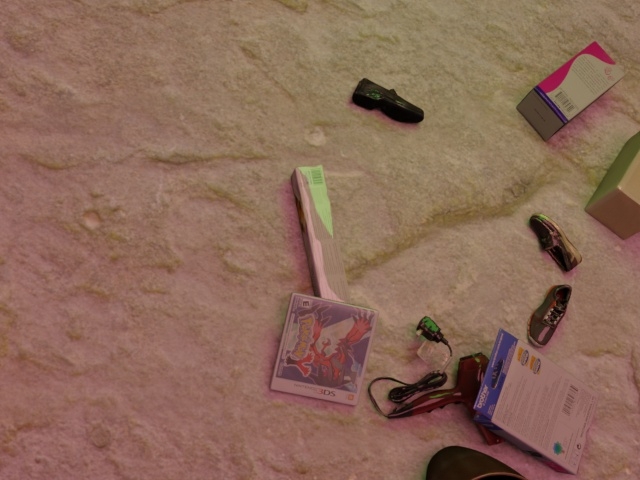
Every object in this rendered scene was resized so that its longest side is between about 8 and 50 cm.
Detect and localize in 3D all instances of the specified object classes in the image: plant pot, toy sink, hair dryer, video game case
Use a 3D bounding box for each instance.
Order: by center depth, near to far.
[{"bbox_3d":[0.285,0.486,1.680,0.215,0.230,0.215,-2,103,-10],"label":"plant pot"},{"bbox_3d":[0.008,0.219,1.785,0.183,0.023,0.201,12,93,-9],"label":"video game case"},{"bbox_3d":[0.265,0.320,1.839,0.293,0.080,0.223,35,85,5],"label":"hair dryer"},{"bbox_3d":[0.742,-0.140,2.032,0.131,0.153,0.234,37,68,0],"label":"toy sink"}]

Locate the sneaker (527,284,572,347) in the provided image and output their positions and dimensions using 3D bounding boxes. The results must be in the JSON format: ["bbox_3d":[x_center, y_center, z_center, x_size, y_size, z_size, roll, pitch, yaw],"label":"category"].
[{"bbox_3d":[0.502,0.157,1.931,0.061,0.065,0.158,29,69,-3],"label":"sneaker"}]

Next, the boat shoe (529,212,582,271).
[{"bbox_3d":[0.521,0.004,1.987,0.152,0.056,0.049,47,64,4],"label":"boat shoe"}]

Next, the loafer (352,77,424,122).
[{"bbox_3d":[0.159,-0.318,2.005,0.170,0.062,0.061,22,65,-7],"label":"loafer"}]

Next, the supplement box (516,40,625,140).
[{"bbox_3d":[0.587,-0.351,2.083,0.220,0.114,0.111,-37,83,-19],"label":"supplement box"}]

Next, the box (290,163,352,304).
[{"bbox_3d":[0.000,0.000,1.867,0.067,0.063,0.324,-9,75,-14],"label":"box"}]

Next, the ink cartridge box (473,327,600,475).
[{"bbox_3d":[0.430,0.329,1.811,0.311,0.065,0.186,35,67,-25],"label":"ink cartridge box"}]
